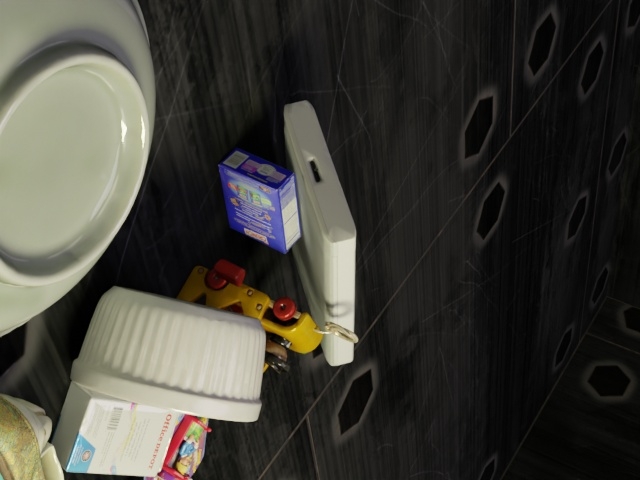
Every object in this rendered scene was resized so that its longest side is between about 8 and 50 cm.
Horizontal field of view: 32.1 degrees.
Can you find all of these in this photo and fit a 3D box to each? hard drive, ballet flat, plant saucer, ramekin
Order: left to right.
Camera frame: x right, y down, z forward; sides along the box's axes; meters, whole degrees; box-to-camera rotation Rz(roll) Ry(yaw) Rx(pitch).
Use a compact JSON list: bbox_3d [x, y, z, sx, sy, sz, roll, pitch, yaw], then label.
[{"bbox_3d":[-0.305,0.223,1.084,0.123,0.123,0.348,-48,154,-36],"label":"ballet flat"},{"bbox_3d":[-0.253,-0.074,0.967,0.400,0.101,0.400,-43,144,-42],"label":"plant saucer"},{"bbox_3d":[-0.157,0.119,1.199,0.207,0.207,0.109,22,80,-65],"label":"ramekin"},{"bbox_3d":[0.000,0.000,1.387,0.040,0.203,0.307,-13,149,-8],"label":"hard drive"}]

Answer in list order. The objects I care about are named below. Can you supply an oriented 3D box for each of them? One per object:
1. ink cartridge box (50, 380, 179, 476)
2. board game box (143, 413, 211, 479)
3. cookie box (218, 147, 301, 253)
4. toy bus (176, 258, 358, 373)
[{"bbox_3d":[-0.230,0.213,1.247,0.122,0.052,0.088,16,96,-41],"label":"ink cartridge box"},{"bbox_3d":[-0.178,0.280,1.471,0.133,0.033,0.168,-28,134,-54],"label":"board game box"},{"bbox_3d":[-0.073,-0.048,1.353,0.040,0.092,0.107,-46,148,-33],"label":"cookie box"},{"bbox_3d":[-0.086,0.114,1.349,0.104,0.191,0.202,-61,-162,-14],"label":"toy bus"}]
